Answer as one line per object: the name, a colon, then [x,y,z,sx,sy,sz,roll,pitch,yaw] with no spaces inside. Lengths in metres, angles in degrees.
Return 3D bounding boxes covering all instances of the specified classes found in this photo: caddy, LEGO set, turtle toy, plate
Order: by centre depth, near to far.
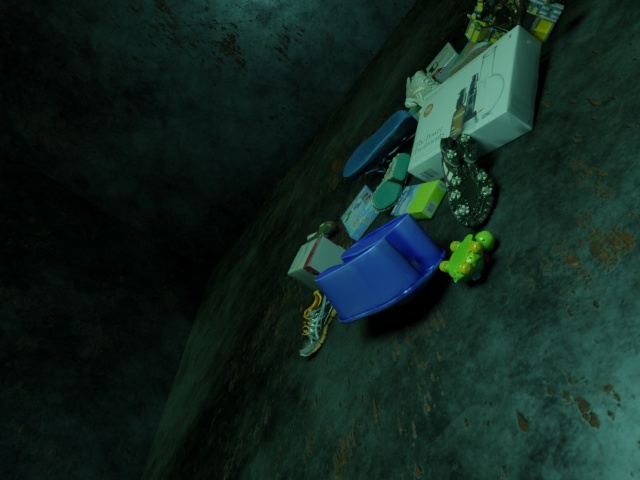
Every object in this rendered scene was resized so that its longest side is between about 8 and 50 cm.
turtle toy: [0.312,0.033,1.061,0.130,0.066,0.095,-59,17,-9]
caddy: [0.149,0.085,1.248,0.241,0.179,0.341,-39,4,-36]
LEGO set: [0.544,-0.658,1.354,0.331,0.255,0.192,-52,-14,-24]
plate: [0.380,-0.510,1.949,0.188,0.024,0.188,-51,18,23]

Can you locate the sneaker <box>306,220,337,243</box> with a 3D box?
sneaker: [0.000,0.000,2.020,0.192,0.064,0.086,-35,34,51]

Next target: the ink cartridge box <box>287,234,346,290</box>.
ink cartridge box: [-0.006,0.082,1.755,0.176,0.128,0.127,-25,35,60]

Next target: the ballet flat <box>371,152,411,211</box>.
ballet flat: [0.238,-0.177,1.672,0.241,0.091,0.077,-58,-14,-20]

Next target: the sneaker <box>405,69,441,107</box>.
sneaker: [0.364,-0.525,1.768,0.099,0.121,0.262,-17,17,-19]

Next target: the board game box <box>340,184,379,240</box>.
board game box: [0.146,-0.101,1.824,0.160,0.039,0.211,-53,16,12]

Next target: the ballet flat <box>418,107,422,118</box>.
ballet flat: [0.366,-0.417,1.740,0.073,0.067,0.206,-48,19,29]

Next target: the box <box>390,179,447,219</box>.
box: [0.278,-0.111,1.463,0.109,0.042,0.178,-59,17,-11]

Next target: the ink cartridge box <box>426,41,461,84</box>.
ink cartridge box: [0.458,-0.626,1.859,0.127,0.072,0.175,-49,19,27]

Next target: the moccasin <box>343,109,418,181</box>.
moccasin: [0.226,-0.320,1.887,0.342,0.117,0.137,-38,37,36]

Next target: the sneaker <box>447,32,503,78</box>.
sneaker: [0.508,-0.590,1.592,0.121,0.108,0.302,-64,16,-10]

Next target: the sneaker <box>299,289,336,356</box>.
sneaker: [-0.019,0.250,1.565,0.084,0.083,0.215,-19,42,61]

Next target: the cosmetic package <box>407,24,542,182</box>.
cosmetic package: [0.407,-0.352,1.396,0.377,0.097,0.284,-29,38,57]

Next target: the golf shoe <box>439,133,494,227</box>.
golf shoe: [0.351,-0.131,1.237,0.120,0.105,0.272,72,-165,-54]
